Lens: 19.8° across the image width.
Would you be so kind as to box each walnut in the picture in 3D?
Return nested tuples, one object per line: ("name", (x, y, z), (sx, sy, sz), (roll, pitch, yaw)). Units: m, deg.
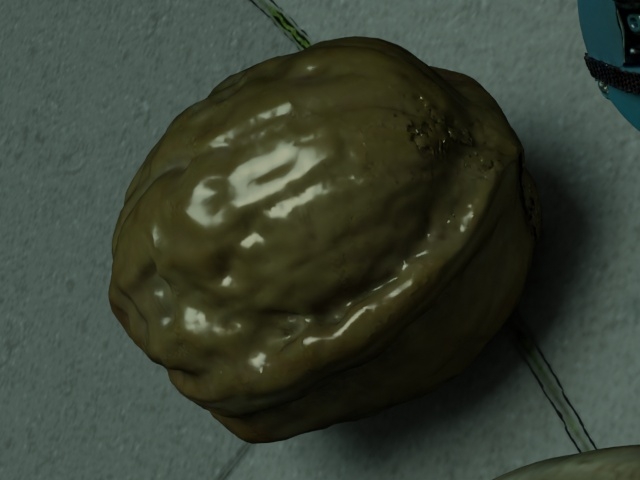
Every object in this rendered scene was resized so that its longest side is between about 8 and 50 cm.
("walnut", (0.000, 0.000, 0.938), (0.245, 0.198, 0.198), (-27, 51, 31))

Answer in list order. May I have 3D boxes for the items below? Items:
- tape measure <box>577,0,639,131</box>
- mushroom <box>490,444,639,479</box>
("tape measure", (0.178, -0.104, 0.838), (0.146, 0.081, 0.125), (16, 126, 57))
("mushroom", (0.078, 0.208, 0.637), (0.297, 0.290, 0.297), (-27, 52, 40))
